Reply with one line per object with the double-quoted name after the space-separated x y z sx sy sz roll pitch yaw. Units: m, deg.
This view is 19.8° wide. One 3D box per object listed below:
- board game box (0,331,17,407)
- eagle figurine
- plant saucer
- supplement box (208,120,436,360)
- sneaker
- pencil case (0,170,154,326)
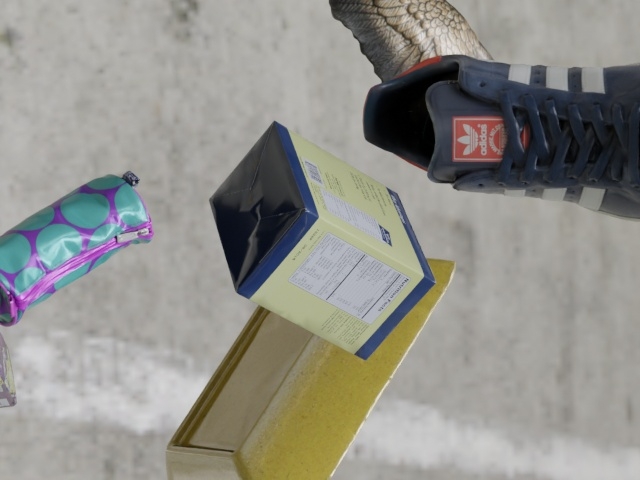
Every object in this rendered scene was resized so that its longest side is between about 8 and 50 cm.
-0.369 0.093 1.119 0.208 0.346 0.056 116 -36 -78 "board game box"
0.105 -0.289 1.909 0.225 0.298 0.226 -38 154 -20 "eagle figurine"
-0.036 0.145 1.885 0.081 0.333 0.333 37 73 -15 "plant saucer"
0.000 0.000 0.898 0.083 0.056 0.083 29 23 -29 "supplement box"
0.173 -0.081 1.459 0.148 0.350 0.131 -5 99 -40 "sneaker"
-0.201 0.006 1.426 0.151 0.070 0.064 -34 135 -31 "pencil case"
